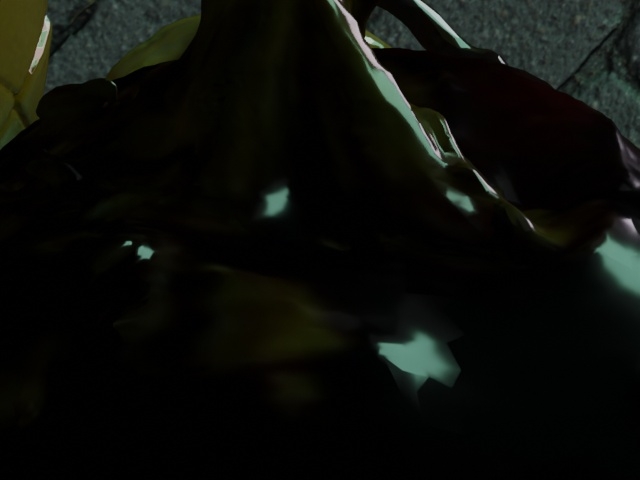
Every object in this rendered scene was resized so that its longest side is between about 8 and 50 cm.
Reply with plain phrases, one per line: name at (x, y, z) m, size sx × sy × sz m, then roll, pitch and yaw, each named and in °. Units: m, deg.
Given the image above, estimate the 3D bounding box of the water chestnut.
water chestnut at (-0.012, 0.041, 0.565) m, size 0.335 × 0.335 × 0.347 m, roll 44°, pitch -29°, yaw 54°

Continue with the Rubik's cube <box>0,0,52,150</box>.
Rubik's cube at (-0.262, -0.130, 1.026) m, size 0.254 × 0.254 × 0.254 m, roll 42°, pitch 2°, yaw -1°

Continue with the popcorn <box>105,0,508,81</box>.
popcorn at (0.000, 0.000, 1.120) m, size 0.349 × 0.349 × 0.382 m, roll 43°, pitch -41°, yaw 43°
